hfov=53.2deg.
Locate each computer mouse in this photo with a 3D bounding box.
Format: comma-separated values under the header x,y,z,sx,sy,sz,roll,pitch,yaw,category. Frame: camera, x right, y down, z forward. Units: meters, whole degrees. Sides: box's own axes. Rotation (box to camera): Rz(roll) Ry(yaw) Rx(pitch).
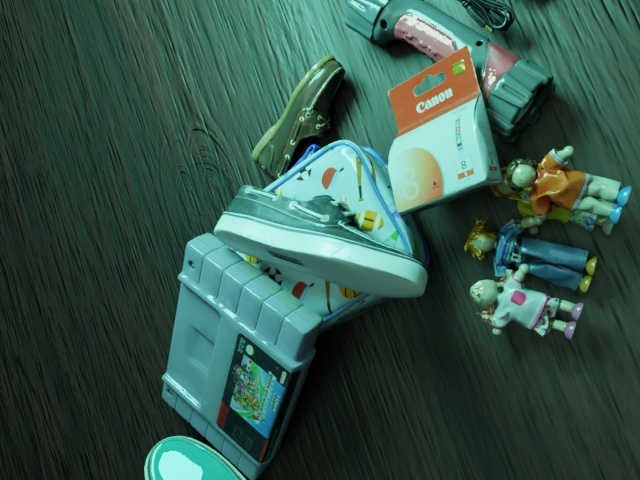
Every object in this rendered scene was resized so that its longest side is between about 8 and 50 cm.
x,y,z,sx,sy,sz,roll,pitch,yaw,category
0.262,-0.363,0.823,0.193,0.042,0.106,-42,79,7,computer mouse

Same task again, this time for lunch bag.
x,y,z,sx,sy,sz,roll,pitch,yaw,category
0.000,0.000,0.941,0.303,0.115,0.243,-32,75,23,lunch bag

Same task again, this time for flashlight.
x,y,z,sx,sy,sz,roll,pitch,yaw,category
0.163,-0.253,0.867,0.304,0.103,0.103,38,136,22,flashlight

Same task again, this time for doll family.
x,y,z,sx,sy,sz,roll,pitch,yaw,category
0.275,-0.006,0.821,0.163,0.118,0.262,19,117,18,doll family

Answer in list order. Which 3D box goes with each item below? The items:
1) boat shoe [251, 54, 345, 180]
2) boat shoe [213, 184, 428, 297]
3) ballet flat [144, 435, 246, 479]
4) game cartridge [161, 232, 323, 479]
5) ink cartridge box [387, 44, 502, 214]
x,y,z,sx,sy,sz,roll,pitch,yaw,category
-0.021,-0.178,0.973,0.073,0.073,0.207,44,115,17,boat shoe
0.004,-0.009,0.822,0.301,0.108,0.102,14,70,31,boat shoe
-0.120,0.466,0.997,0.400,0.139,0.139,31,103,23,ballet flat
-0.133,0.189,0.960,0.230,0.068,0.355,38,131,25,game cartridge
0.143,-0.137,0.812,0.145,0.045,0.179,-21,79,48,ink cartridge box
